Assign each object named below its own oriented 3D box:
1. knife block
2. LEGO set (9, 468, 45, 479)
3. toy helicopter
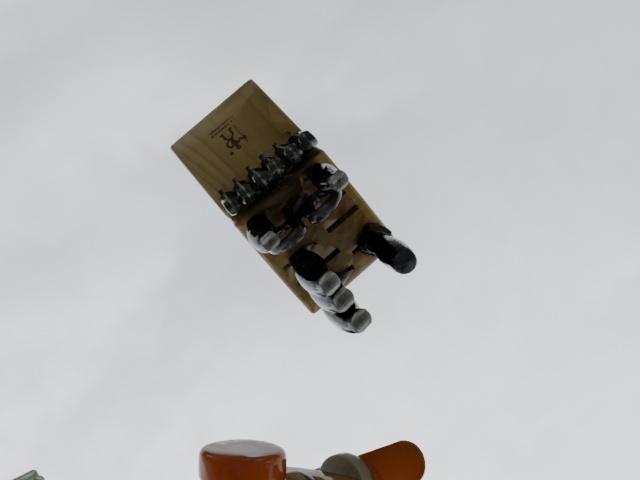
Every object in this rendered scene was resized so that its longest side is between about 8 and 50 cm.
[{"bbox_3d":[0.000,0.000,0.878,0.088,0.275,0.242,-40,-119,-1],"label":"knife block"},{"bbox_3d":[-0.293,0.072,0.746,0.107,0.287,0.132,-27,168,19],"label":"LEGO set"},{"bbox_3d":[0.054,0.267,1.109,0.355,0.140,0.235,3,-178,10],"label":"toy helicopter"}]
